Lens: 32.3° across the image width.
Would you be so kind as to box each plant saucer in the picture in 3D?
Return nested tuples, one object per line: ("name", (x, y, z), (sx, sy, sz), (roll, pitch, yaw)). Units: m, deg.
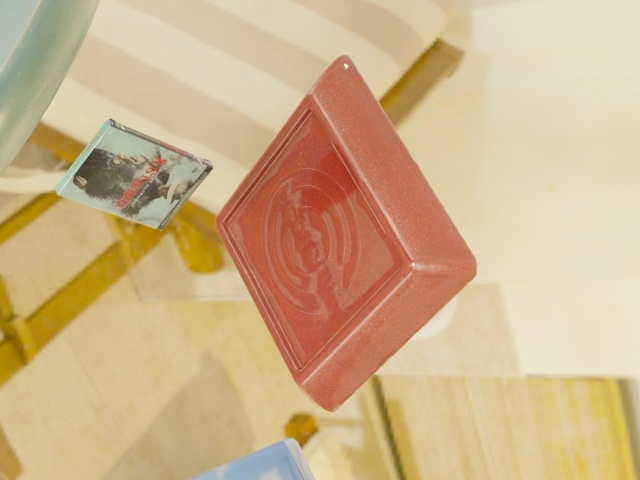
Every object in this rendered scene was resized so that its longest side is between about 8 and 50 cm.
("plant saucer", (0.000, 0.000, 1.058), (0.048, 0.259, 0.258), (-6, 57, -43))
("plant saucer", (-0.220, -0.096, 0.655), (0.044, 0.318, 0.317), (35, 56, -33))

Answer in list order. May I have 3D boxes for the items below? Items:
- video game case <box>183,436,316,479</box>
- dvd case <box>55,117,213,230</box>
("video game case", (-0.042, 0.214, 0.490), (0.193, 0.023, 0.212), (-15, 71, -39))
("dvd case", (-0.168, -0.058, 1.007), (0.119, 0.087, 0.013), (21, 30, -44))
